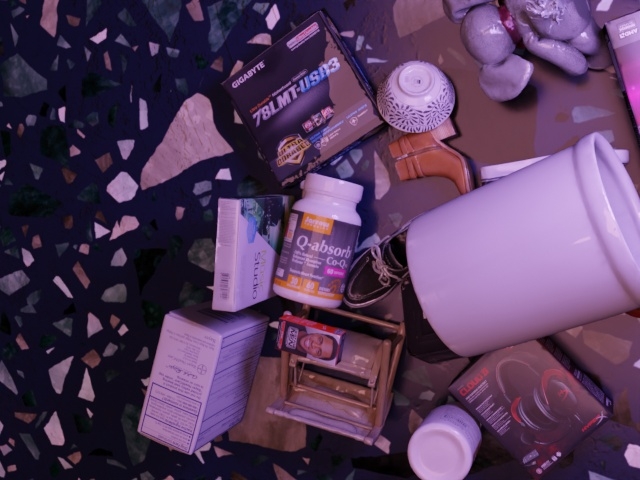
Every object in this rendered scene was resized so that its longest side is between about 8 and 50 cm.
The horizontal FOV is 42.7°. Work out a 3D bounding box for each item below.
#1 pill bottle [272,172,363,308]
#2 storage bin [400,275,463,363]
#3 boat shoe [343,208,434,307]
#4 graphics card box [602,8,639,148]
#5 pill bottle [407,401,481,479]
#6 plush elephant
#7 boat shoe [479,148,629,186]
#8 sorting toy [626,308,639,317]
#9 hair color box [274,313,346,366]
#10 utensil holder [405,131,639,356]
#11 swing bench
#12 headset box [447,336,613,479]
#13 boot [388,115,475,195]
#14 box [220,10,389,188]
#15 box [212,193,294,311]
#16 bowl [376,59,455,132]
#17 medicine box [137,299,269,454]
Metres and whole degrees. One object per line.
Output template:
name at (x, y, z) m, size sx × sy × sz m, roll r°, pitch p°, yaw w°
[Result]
pill bottle at (0.000, 0.000, 1.820) m, size 0.162 × 0.162 × 0.278 m, roll 14°, pitch 92°, yaw 18°
storage bin at (0.250, 0.162, 1.750) m, size 0.122 × 0.084 × 0.180 m, roll -17°, pitch 64°, yaw 29°
boat shoe at (0.157, 0.046, 1.803) m, size 0.306 × 0.105 × 0.113 m, roll -36°, pitch 82°, yaw 18°
graphics card box at (0.694, -0.268, 1.522) m, size 0.232 × 0.094 × 0.371 m, roll -17°, pitch 91°, yaw 18°
pill bottle at (0.270, 0.419, 1.727) m, size 0.131 × 0.229 × 0.131 m, roll 1°, pitch 95°, yaw 19°
plush elephant at (0.396, -0.428, 1.615) m, size 0.255 × 0.330 × 0.272 m, roll -14°, pitch 97°, yaw 38°
boat shoe at (0.479, -0.124, 1.679) m, size 0.301 × 0.108 × 0.102 m, roll -8°, pitch 91°, yaw 22°
sorting toy at (0.706, 0.211, 1.615) m, size 0.127 × 0.126 × 0.365 m, roll -32°, pitch 83°, yaw 18°
hair color box at (-0.022, 0.211, 1.736) m, size 0.141 × 0.043 × 0.072 m, roll 13°, pitch 102°, yaw 18°
utensil holder at (0.403, 0.024, 1.548) m, size 0.385 × 0.327 × 0.328 m, roll -24°, pitch 86°, yaw 30°
swing bench at (0.038, 0.291, 1.839) m, size 0.253 × 0.165 × 0.255 m, roll 14°, pitch 104°, yaw 17°
headset box at (0.431, 0.315, 1.726) m, size 0.293 × 0.110 × 0.218 m, roll 47°, pitch 107°, yaw 11°
boot at (0.243, -0.157, 1.779) m, size 0.152 × 0.073 × 0.197 m, roll -23°, pitch 74°, yaw 18°
box at (-0.036, -0.315, 1.863) m, size 0.295 × 0.073 × 0.293 m, roll -31°, pitch 85°, yaw 18°
box at (-0.140, 0.018, 1.792) m, size 0.058 × 0.322 × 0.232 m, roll 6°, pitch 97°, yaw 16°
bowl at (0.203, -0.323, 1.738) m, size 0.170 × 0.080 × 0.170 m, roll -2°, pitch 70°, yaw 4°
medicine box at (-0.264, 0.304, 1.887) m, size 0.149 × 0.263 × 0.289 m, roll 19°, pitch 100°, yaw 18°
